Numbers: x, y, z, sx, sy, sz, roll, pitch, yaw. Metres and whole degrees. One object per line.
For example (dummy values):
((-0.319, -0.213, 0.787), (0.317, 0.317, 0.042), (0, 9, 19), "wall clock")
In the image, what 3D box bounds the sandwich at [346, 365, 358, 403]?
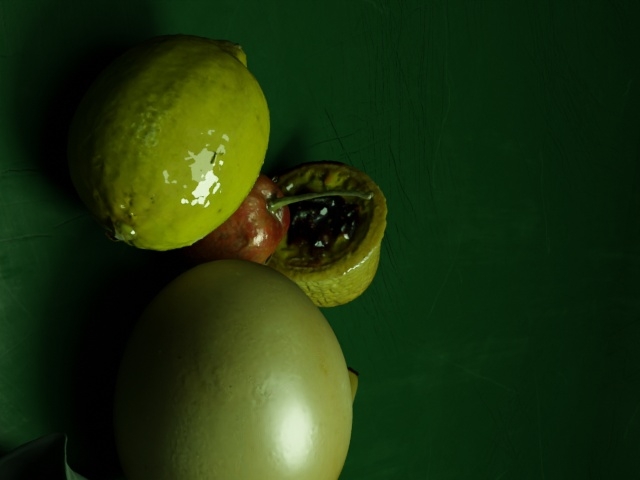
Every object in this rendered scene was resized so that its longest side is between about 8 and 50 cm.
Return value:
((-0.073, 0.250, 1.636), (0.227, 0.155, 0.198), (36, 69, -53), "sandwich")

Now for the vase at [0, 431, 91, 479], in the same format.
((-0.296, 0.379, 1.366), (0.251, 0.156, 0.301), (-64, 150, -9), "vase")

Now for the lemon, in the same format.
((-0.179, -0.117, 1.314), (0.263, 0.236, 0.235), (-40, 130, -42), "lemon")

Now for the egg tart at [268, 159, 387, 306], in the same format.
((0.000, 0.000, 1.649), (0.215, 0.215, 0.170), (-60, 156, -27), "egg tart")

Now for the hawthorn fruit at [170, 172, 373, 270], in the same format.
((-0.073, -0.037, 1.450), (0.165, 0.286, 0.165), (32, 48, -43), "hawthorn fruit")

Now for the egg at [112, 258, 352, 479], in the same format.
((-0.108, 0.206, 1.394), (0.301, 0.301, 0.373), (-16, 118, -53), "egg")
